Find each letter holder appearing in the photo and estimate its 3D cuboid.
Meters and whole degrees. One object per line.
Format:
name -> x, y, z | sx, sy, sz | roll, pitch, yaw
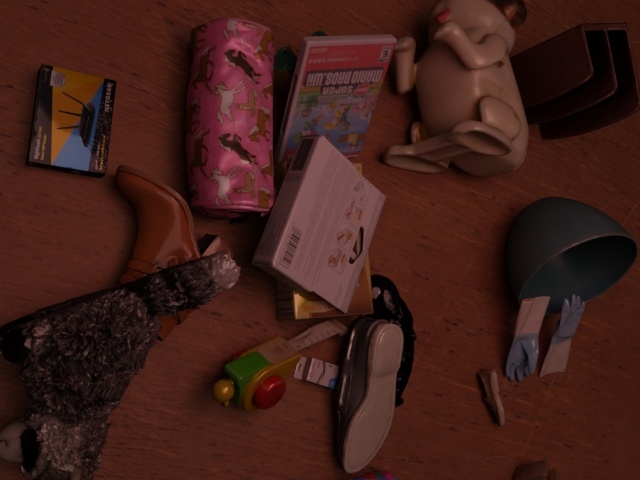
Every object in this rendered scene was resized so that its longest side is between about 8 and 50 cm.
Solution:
letter holder -> 0.571, -0.355, 1.747 | 0.152, 0.302, 0.214 | -10, 88, -29

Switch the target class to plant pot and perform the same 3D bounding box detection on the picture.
plant pot -> 0.553, 0.013, 1.731 | 0.291, 0.290, 0.195 | 1, 47, -28

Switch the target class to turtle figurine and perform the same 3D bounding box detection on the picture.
turtle figurine -> -0.001, -0.323, 1.520 | 0.175, 0.234, 0.118 | -40, 61, 0

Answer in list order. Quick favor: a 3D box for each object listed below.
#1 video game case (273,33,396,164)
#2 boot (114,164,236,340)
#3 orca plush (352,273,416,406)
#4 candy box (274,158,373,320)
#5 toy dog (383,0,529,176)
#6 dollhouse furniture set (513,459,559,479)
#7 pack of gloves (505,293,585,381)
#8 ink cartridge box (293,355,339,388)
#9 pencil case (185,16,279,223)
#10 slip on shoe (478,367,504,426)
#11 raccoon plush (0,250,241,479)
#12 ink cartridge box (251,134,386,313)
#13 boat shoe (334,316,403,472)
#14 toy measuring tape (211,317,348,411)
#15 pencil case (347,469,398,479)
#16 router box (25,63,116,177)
video game case -> 0.026, -0.277, 1.482 | 0.204, 0.285, 0.025 | -11, 48, -29
boot -> -0.315, 0.024, 1.342 | 0.283, 0.109, 0.220 | 47, 68, -23
orca plush -> 0.152, 0.213, 1.555 | 0.151, 0.102, 0.287 | 10, 79, -27
candy box -> 0.000, 0.000, 1.511 | 0.183, 0.088, 0.316 | -1, 83, -28
toy dog -> 0.345, -0.368, 1.645 | 0.396, 0.285, 0.407 | 8, 77, -28
dollhouse furniture set -> 0.506, 0.667, 1.690 | 0.212, 0.161, 0.242 | 41, 44, -18
pack of gloves -> 0.534, 0.236, 1.730 | 0.195, 0.046, 0.231 | -5, 117, -23
ink cartridge box -> -0.008, 0.267, 1.503 | 0.083, 0.028, 0.048 | 21, 73, -24
pencil case -> -0.166, -0.231, 1.416 | 0.167, 0.160, 0.385 | 12, 74, -61
slip on shoe -> 0.395, 0.362, 1.703 | 0.041, 0.051, 0.135 | -11, 98, 10
raccoon plush -> -0.308, 0.227, 1.186 | 0.447, 0.216, 0.299 | -18, 96, 0
ink cartridge box -> 0.006, -0.028, 1.436 | 0.239, 0.060, 0.275 | 38, 65, -45
boat shoe -> 0.084, 0.310, 1.509 | 0.116, 0.099, 0.319 | 6, 99, -42
toy measuring tape -> -0.080, 0.248, 1.436 | 0.330, 0.121, 0.121 | -19, 92, -44
pencil case -> 0.056, 0.528, 1.463 | 0.237, 0.104, 0.104 | -4, 85, -27
router box -> -0.444, -0.210, 1.324 | 0.133, 0.046, 0.178 | 8, 79, -27
